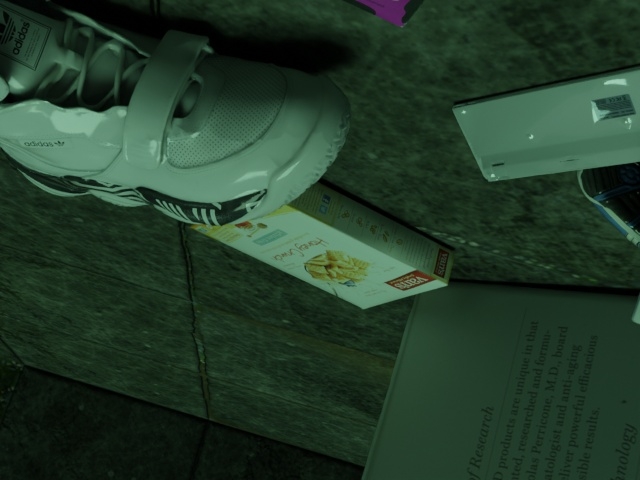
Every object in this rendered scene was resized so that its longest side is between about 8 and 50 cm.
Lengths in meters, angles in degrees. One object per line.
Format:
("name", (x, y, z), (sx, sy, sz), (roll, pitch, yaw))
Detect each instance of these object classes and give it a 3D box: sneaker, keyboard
("sneaker", (0.285, -0.005, 0.735), (0.211, 0.080, 0.081), (31, 163, -12))
("keyboard", (0.212, -0.087, 0.653), (0.256, 0.014, 0.072), (-6, 118, 43))
("sneaker", (-0.168, -0.118, 0.715), (0.366, 0.137, 0.210), (6, 158, 34))

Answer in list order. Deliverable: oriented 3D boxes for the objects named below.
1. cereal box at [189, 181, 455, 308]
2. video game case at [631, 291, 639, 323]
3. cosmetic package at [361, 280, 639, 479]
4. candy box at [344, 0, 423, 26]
("cereal box", (0.000, 0.000, 0.995), (0.240, 0.047, 0.173), (26, 156, -22))
("video game case", (0.351, -0.002, 0.550), (0.270, 0.061, 0.244), (20, 139, 21))
("cosmetic package", (0.305, 0.264, 1.034), (0.394, 0.327, 0.329), (3, 154, 34))
("candy box", (0.022, -0.216, 0.437), (0.159, 0.071, 0.233), (22, 158, -11))
